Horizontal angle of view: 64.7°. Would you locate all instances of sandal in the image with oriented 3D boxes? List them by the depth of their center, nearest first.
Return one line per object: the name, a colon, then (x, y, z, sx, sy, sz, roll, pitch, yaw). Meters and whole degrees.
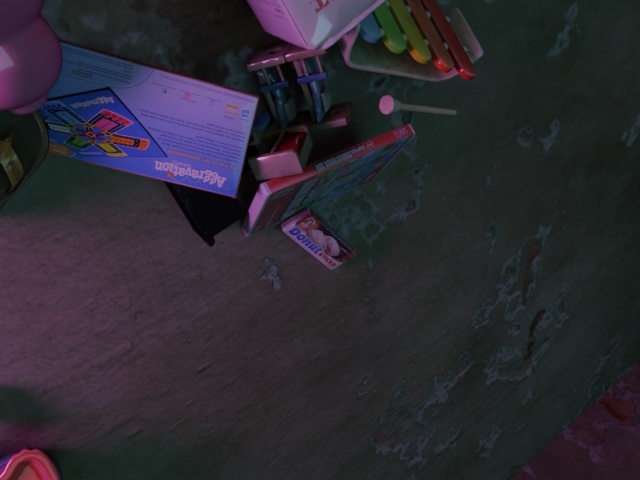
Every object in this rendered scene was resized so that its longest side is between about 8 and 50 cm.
sandal: (-0.407, -0.092, 0.635, 0.072, 0.049, 0.180, 36, 97, -19)

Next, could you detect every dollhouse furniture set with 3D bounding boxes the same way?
dollhouse furniture set: (-0.036, -0.202, 0.748, 0.128, 0.184, 0.129, -7, 129, 19)

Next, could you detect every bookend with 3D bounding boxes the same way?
bookend: (-0.160, -0.102, 0.809, 0.157, 0.072, 0.156, -37, 130, -16)

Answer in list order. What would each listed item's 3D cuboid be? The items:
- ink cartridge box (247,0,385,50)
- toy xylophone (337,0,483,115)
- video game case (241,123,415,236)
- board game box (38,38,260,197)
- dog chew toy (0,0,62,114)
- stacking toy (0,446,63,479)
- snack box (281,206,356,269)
ink cartridge box: (-0.027, -0.459, 0.555, 0.279, 0.160, 0.385, -40, 131, -4)
toy xylophone: (0.145, -0.321, 0.835, 0.322, 0.236, 0.081, -16, 162, -40)
video game case: (0.007, -0.100, 0.871, 0.285, 0.204, 0.025, -26, 82, -23)
board game box: (-0.235, -0.160, 0.674, 0.281, 0.027, 0.145, 13, 105, -11)
dog chew toy: (-0.376, -0.278, 0.491, 0.206, 0.206, 0.332, -32, 136, -19)
stacking toy: (-0.580, 0.389, 0.774, 0.309, 0.130, 0.280, -26, 100, -26)
snack box: (0.000, 0.000, 0.984, 0.064, 0.022, 0.178, -31, 139, 17)
